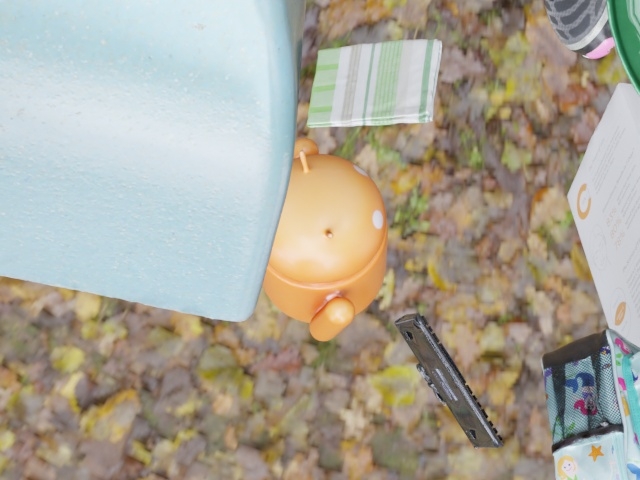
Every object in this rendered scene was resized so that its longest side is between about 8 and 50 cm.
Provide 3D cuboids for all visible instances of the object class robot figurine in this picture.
[{"bbox_3d":[0.001,0.002,1.342,0.128,0.219,0.158,24,70,12],"label":"robot figurine"}]

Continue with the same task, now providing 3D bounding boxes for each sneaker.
[{"bbox_3d":[0.142,-0.192,0.900,0.075,0.170,0.063,5,156,-37],"label":"sneaker"}]

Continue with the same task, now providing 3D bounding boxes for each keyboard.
[{"bbox_3d":[0.148,0.163,1.675,0.023,0.108,0.180,-32,91,-17],"label":"keyboard"}]

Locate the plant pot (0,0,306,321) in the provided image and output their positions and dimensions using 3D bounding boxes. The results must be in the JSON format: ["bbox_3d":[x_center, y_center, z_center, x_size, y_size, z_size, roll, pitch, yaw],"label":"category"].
[{"bbox_3d":[-0.121,-0.137,0.867,0.247,0.247,0.252,11,144,-11],"label":"plant pot"}]

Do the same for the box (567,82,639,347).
[{"bbox_3d":[0.461,-0.007,1.845,0.168,0.345,0.215,4,135,-13],"label":"box"}]

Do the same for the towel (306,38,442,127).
[{"bbox_3d":[0.063,-0.180,1.671,0.152,0.113,0.023,-2,150,22],"label":"towel"}]

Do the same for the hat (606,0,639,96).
[{"bbox_3d":[0.210,-0.103,0.558,0.173,0.183,0.208,11,93,0],"label":"hat"}]

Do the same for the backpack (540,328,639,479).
[{"bbox_3d":[0.346,0.239,1.520,0.191,0.253,0.225,-21,142,37],"label":"backpack"}]
